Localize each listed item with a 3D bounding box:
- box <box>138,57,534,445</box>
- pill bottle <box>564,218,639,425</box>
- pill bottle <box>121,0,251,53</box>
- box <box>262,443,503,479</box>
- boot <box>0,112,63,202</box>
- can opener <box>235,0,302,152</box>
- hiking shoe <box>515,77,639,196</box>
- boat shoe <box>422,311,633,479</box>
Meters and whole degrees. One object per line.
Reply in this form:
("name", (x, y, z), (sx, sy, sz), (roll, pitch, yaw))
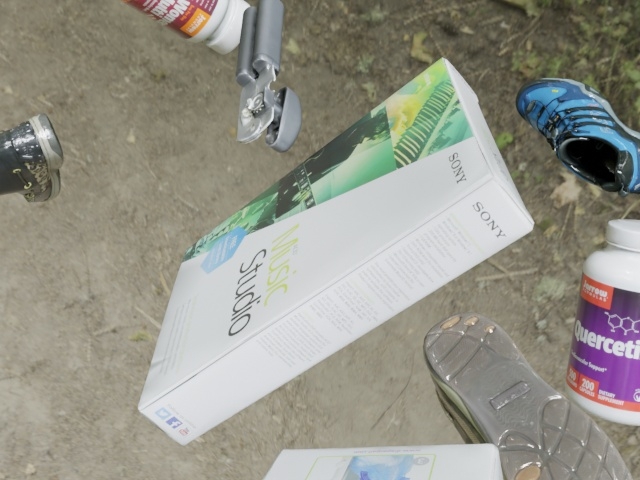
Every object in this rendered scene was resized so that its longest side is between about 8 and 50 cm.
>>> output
("box", (0.000, 0.000, 0.618), (0.322, 0.058, 0.232), (-34, 26, 19))
("pill bottle", (0.526, 0.134, 1.273), (0.181, 0.181, 0.323), (4, 103, 1))
("pill bottle", (-0.231, -0.410, 1.259), (0.221, 0.121, 0.121), (25, 63, -37))
("box", (0.010, 0.170, 0.256), (0.103, 0.203, 0.114), (-7, 102, 18))
("boot", (-0.441, -0.084, 0.994), (0.178, 0.236, 0.085), (-25, 88, -26))
("can opener", (-0.077, -0.251, 1.145), (0.095, 0.076, 0.283), (31, 45, -35))
("hiking shoe", (0.426, -0.183, 1.241), (0.132, 0.113, 0.304), (-9, 41, -37))
("boat shoe", (0.249, 0.245, 0.896), (0.132, 0.130, 0.355), (-24, 54, -8))
